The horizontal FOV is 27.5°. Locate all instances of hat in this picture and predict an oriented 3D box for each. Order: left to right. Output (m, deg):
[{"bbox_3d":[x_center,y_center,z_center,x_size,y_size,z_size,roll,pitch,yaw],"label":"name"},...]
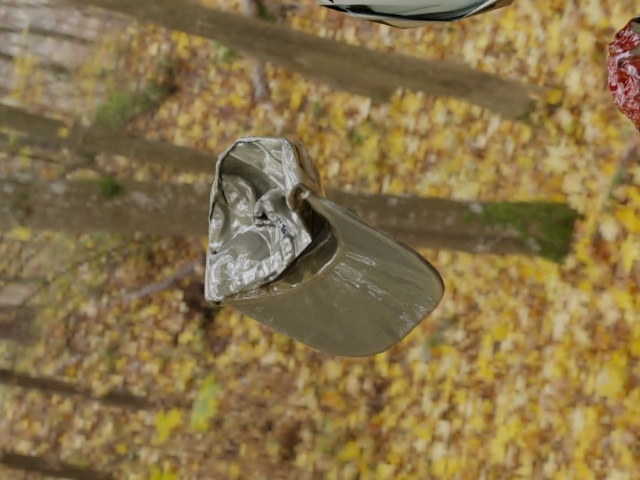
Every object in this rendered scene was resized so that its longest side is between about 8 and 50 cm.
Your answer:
[{"bbox_3d":[0.000,0.000,1.351,0.214,0.245,0.149,-48,30,42],"label":"hat"}]

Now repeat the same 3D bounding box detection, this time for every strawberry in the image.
[{"bbox_3d":[0.196,-0.085,0.737,0.083,0.073,0.073,82,176,-46],"label":"strawberry"}]

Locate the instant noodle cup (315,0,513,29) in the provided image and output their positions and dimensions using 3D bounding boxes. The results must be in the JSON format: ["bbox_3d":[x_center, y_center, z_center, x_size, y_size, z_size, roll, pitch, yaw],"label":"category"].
[{"bbox_3d":[0.070,-0.277,0.926,0.240,0.240,0.178,132,146,-51],"label":"instant noodle cup"}]
